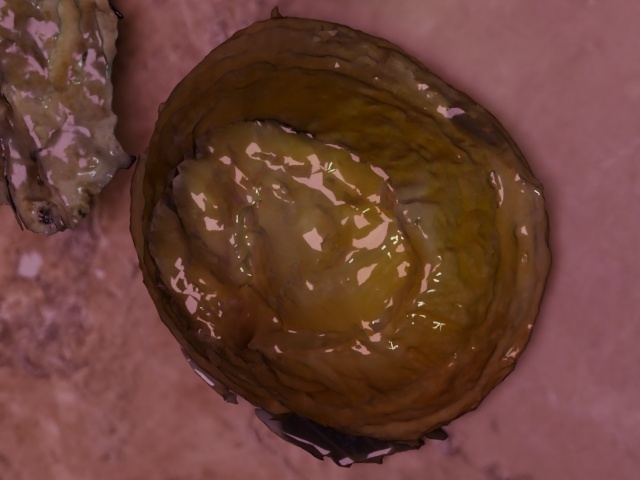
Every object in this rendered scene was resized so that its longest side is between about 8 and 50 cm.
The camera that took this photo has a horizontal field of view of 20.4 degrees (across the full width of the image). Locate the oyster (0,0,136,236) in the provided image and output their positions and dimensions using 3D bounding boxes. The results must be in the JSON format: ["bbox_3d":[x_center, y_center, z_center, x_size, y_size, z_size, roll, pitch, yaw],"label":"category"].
[{"bbox_3d":[-0.169,-0.108,0.979,0.133,0.072,0.209,2,87,31],"label":"oyster"}]

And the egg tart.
[{"bbox_3d":[0.000,0.000,0.935,0.232,0.098,0.252,-23,90,20],"label":"egg tart"}]
